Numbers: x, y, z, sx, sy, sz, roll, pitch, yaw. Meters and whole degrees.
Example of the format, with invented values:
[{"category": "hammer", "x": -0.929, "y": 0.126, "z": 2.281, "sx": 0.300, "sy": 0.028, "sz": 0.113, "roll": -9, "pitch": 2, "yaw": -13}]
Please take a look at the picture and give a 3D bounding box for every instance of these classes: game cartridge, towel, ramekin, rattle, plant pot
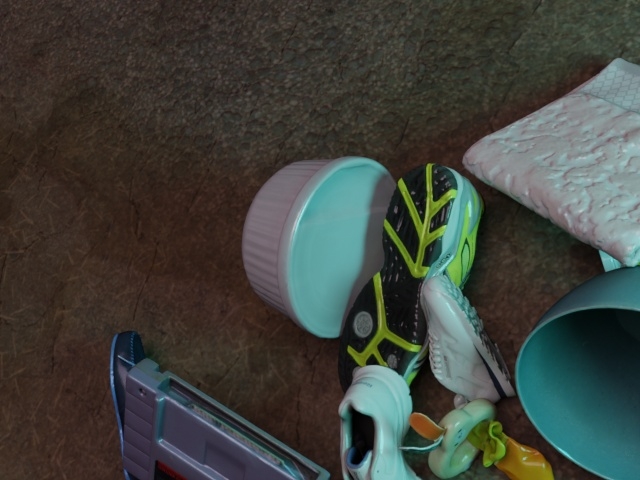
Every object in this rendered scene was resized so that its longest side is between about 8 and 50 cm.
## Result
[{"category": "game cartridge", "x": -0.132, "y": 0.339, "z": 1.305, "sx": 0.355, "sy": 0.230, "sz": 0.068, "roll": 28, "pitch": 38, "yaw": 19}, {"category": "towel", "x": 0.413, "y": -0.125, "z": 1.267, "sx": 0.317, "sy": 0.053, "sz": 0.332, "roll": -33, "pitch": 37, "yaw": -13}, {"category": "ramekin", "x": 0.000, "y": 0.000, "z": 1.394, "sx": 0.127, "sy": 0.273, "sz": 0.273, "roll": 16, "pitch": 76, "yaw": 40}, {"category": "rattle", "x": 0.204, "y": 0.285, "z": 1.210, "sx": 0.130, "sy": 0.199, "sz": 0.143, "roll": -40, "pitch": 61, "yaw": 9}, {"category": "plant pot", "x": 0.415, "y": 0.143, "z": 1.162, "sx": 0.290, "sy": 0.290, "sz": 0.195, "roll": 11, "pitch": 38, "yaw": 27}]

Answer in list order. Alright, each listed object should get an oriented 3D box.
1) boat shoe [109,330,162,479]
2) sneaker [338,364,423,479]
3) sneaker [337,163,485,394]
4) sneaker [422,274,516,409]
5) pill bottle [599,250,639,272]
[{"category": "boat shoe", "x": -0.277, "y": 0.271, "z": 1.505, "sx": 0.089, "sy": 0.109, "sz": 0.258, "roll": -15, "pitch": 80, "yaw": 10}, {"category": "sneaker", "x": 0.075, "y": 0.325, "z": 1.255, "sx": 0.111, "sy": 0.129, "sz": 0.297, "roll": -13, "pitch": 94, "yaw": 28}, {"category": "sneaker", "x": 0.149, "y": 0.085, "z": 1.358, "sx": 0.145, "sy": 0.147, "sz": 0.385, "roll": 31, "pitch": 104, "yaw": 42}, {"category": "sneaker", "x": 0.186, "y": 0.149, "z": 1.267, "sx": 0.095, "sy": 0.235, "sz": 0.090, "roll": -23, "pitch": 30, "yaw": 16}, {"category": "pill bottle", "x": 0.452, "y": 0.013, "z": 1.294, "sx": 0.116, "sy": 0.065, "sz": 0.065, "roll": -18, "pitch": 63, "yaw": 17}]
